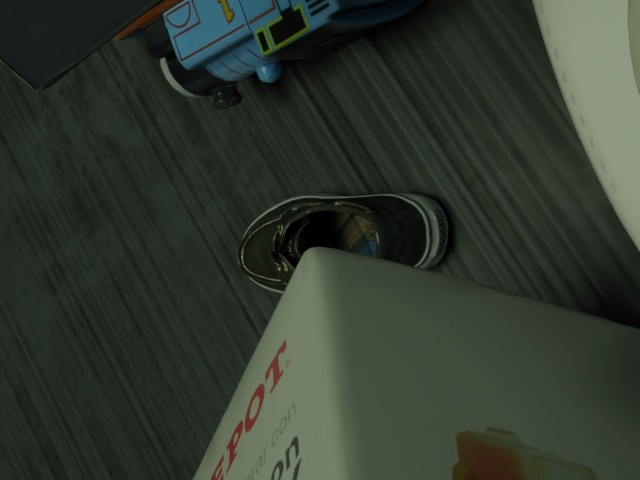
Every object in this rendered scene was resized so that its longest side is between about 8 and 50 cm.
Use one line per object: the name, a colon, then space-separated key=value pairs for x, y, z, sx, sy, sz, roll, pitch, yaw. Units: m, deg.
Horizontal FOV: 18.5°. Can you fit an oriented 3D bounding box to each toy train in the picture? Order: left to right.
toy train: x=-0.031 y=-0.127 z=0.916 sx=0.184 sy=0.080 sz=0.105 roll=-22 pitch=83 yaw=50

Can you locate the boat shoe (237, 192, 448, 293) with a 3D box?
boat shoe: x=0.000 y=0.000 z=0.922 sx=0.142 sy=0.040 sz=0.049 roll=-10 pitch=87 yaw=51

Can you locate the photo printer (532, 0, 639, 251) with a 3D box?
photo printer: x=0.184 y=-0.129 z=0.620 sx=0.307 sy=0.107 sz=0.256 roll=-24 pitch=77 yaw=50

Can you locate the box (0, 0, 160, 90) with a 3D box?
box: x=-0.025 y=-0.243 z=0.674 sx=0.183 sy=0.294 sz=0.296 roll=43 pitch=149 yaw=-14

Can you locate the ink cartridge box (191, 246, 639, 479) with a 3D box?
ink cartridge box: x=0.026 y=0.232 z=0.692 sx=0.384 sy=0.160 sz=0.279 roll=-95 pitch=26 yaw=-52

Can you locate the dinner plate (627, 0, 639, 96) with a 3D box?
dinner plate: x=0.141 y=-0.066 z=0.585 sx=0.141 sy=0.017 sz=0.141 roll=11 pitch=104 yaw=49
